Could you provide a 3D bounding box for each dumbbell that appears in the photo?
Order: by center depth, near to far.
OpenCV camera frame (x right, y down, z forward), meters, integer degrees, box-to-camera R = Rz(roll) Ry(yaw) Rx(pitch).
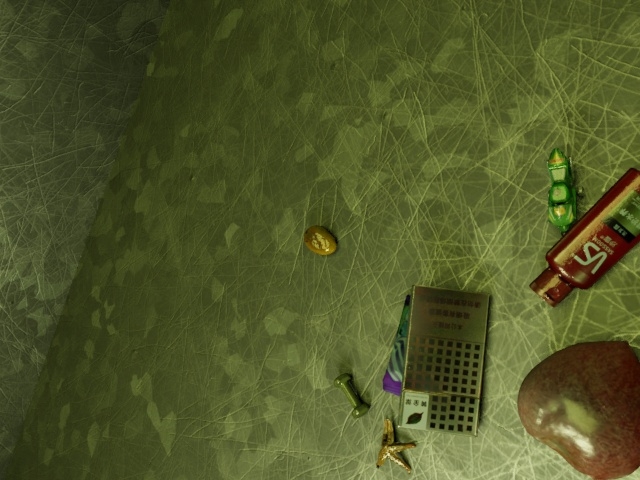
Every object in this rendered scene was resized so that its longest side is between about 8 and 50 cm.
[{"bbox_3d":[0.082,0.412,1.364,0.118,0.052,0.046,56,157,31],"label":"dumbbell"}]

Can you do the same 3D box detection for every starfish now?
[{"bbox_3d":[0.170,0.529,1.278,0.133,0.041,0.130,46,110,34],"label":"starfish"}]

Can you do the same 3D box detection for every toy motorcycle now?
[{"bbox_3d":[0.519,-0.096,1.106,0.074,0.106,0.190,-6,78,35],"label":"toy motorcycle"}]

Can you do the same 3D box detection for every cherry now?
[{"bbox_3d":[0.512,0.313,0.978,0.239,0.206,0.239,-13,43,12],"label":"cherry"}]

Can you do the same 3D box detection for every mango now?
[{"bbox_3d":[0.000,0.000,1.513,0.114,0.057,0.079,30,95,29],"label":"mango"}]

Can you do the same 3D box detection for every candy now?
[{"bbox_3d":[0.237,0.271,1.266,0.145,0.070,0.275,10,83,44],"label":"candy"}]

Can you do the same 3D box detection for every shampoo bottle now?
[{"bbox_3d":[0.567,0.004,1.054,0.118,0.076,0.314,37,107,-8],"label":"shampoo bottle"}]

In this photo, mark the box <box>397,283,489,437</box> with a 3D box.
[{"bbox_3d":[0.285,0.274,1.188,0.180,0.047,0.325,7,83,3],"label":"box"}]
